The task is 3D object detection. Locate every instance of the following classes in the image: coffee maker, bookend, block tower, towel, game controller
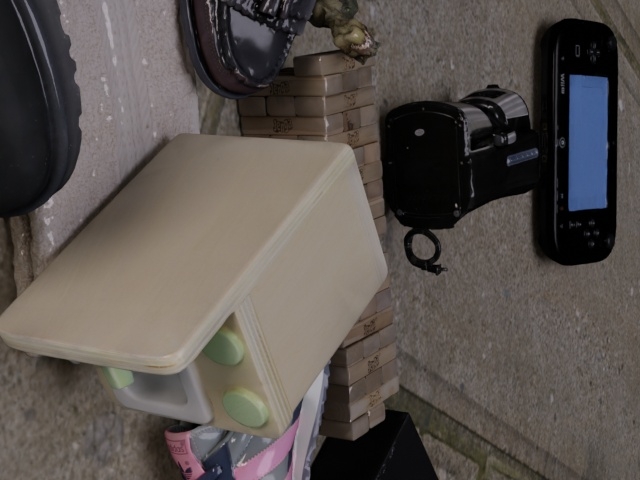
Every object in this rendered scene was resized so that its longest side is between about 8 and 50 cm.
[{"bbox_3d":[0.147,-0.073,1.417,0.178,0.120,0.171,-16,129,-56],"label":"coffee maker"},{"bbox_3d":[0.049,0.271,1.298,0.156,0.072,0.157,-59,139,-36],"label":"bookend"},{"bbox_3d":[0.000,0.000,1.187,0.091,0.097,0.335,-23,113,-56],"label":"block tower"},{"bbox_3d":[-0.156,-0.063,0.972,0.187,0.049,0.282,-23,111,-56],"label":"towel"},{"bbox_3d":[0.339,-0.128,1.745,0.166,0.067,0.319,-6,97,-58],"label":"game controller"}]

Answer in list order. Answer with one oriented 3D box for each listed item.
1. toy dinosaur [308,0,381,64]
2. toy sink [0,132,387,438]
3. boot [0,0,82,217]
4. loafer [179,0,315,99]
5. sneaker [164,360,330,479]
[{"bbox_3d":[-0.014,-0.249,1.152,0.118,0.064,0.268,23,41,-31],"label":"toy dinosaur"},{"bbox_3d":[-0.079,0.045,0.920,0.234,0.153,0.131,-53,137,-42],"label":"toy sink"},{"bbox_3d":[-0.313,-0.090,0.578,0.367,0.146,0.445,68,29,-19],"label":"boot"},{"bbox_3d":[-0.034,-0.260,1.022,0.109,0.095,0.302,18,76,-45],"label":"loafer"},{"bbox_3d":[-0.077,0.204,1.078,0.131,0.112,0.318,15,72,-41],"label":"sneaker"}]
